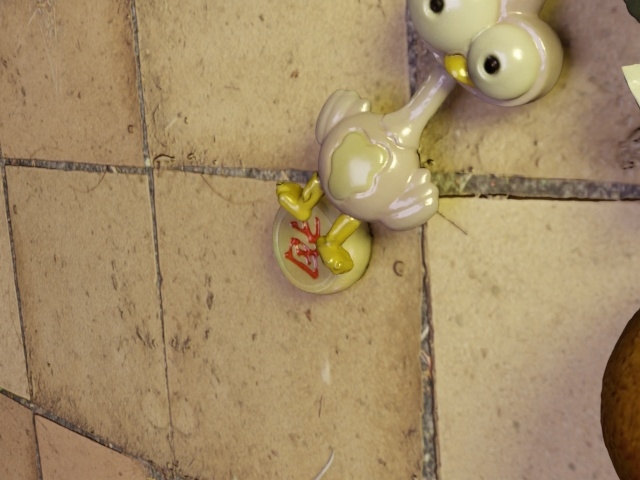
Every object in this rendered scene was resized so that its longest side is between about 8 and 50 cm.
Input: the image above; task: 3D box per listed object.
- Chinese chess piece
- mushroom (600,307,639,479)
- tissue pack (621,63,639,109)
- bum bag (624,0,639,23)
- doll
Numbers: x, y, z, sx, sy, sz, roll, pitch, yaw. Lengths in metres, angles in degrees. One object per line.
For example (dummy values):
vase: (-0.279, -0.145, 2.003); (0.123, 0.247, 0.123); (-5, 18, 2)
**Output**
Chinese chess piece: (0.000, 0.000, 0.915); (0.122, 0.051, 0.122); (12, 107, 45)
mushroom: (0.315, 0.103, 0.516); (0.267, 0.267, 0.254); (48, 162, 28)
tissue pack: (0.265, -0.087, 0.577); (0.085, 0.079, 0.111); (127, 123, -73)
bum bag: (0.256, -0.227, 0.467); (0.123, 0.060, 0.248); (30, 123, 11)
doll: (0.092, -0.124, 0.753); (0.160, 0.094, 0.365); (54, 130, 19)
